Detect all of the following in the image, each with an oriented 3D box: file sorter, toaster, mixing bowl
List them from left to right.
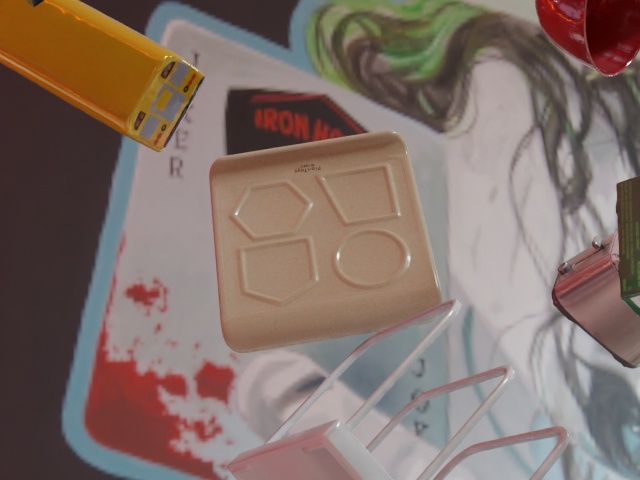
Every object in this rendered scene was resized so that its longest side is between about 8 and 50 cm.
[{"bbox_3d":[0.106,0.213,0.911,0.173,0.278,0.193,-42,4,-29],"label":"file sorter"},{"bbox_3d":[0.327,-0.298,1.425,0.098,0.181,0.181,19,-8,38],"label":"mixing bowl"},{"bbox_3d":[0.475,0.089,1.768,0.227,0.129,0.146,41,-49,-5],"label":"toaster"}]

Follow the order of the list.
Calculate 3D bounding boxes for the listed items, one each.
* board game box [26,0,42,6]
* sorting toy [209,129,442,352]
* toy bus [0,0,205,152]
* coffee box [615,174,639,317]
[{"bbox_3d":[-0.297,-0.316,1.057,0.048,0.141,0.170,-44,-15,-27],"label":"board game box"},{"bbox_3d":[0.000,0.000,1.065,0.193,0.208,0.038,-9,-35,0],"label":"sorting toy"},{"bbox_3d":[-0.293,-0.221,1.339,0.332,0.108,0.130,30,2,22],"label":"toy bus"},{"bbox_3d":[0.305,-0.017,0.840,0.184,0.113,0.040,-21,-45,34],"label":"coffee box"}]
